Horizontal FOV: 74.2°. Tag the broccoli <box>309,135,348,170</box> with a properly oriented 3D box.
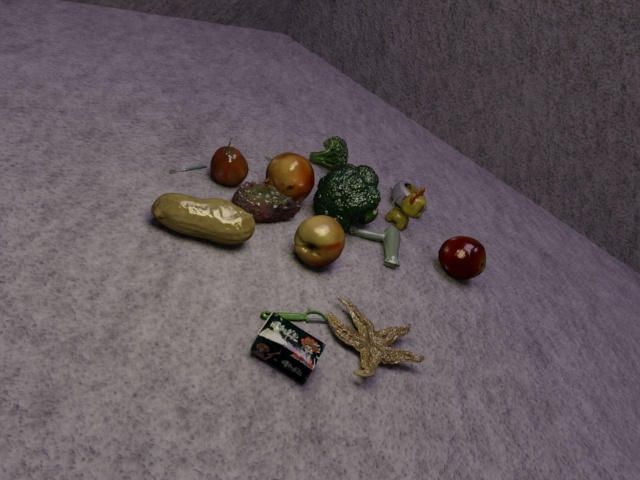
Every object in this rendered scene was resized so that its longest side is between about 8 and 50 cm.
[{"bbox_3d":[0.042,-0.416,2.063,0.194,0.194,0.219,13,60,-21],"label":"broccoli"}]

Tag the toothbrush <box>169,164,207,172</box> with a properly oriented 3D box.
[{"bbox_3d":[-0.497,-0.272,1.600,0.011,0.014,0.167,34,33,25],"label":"toothbrush"}]

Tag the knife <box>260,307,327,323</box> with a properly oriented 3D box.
[{"bbox_3d":[-0.078,0.218,1.252,0.212,0.015,0.054,7,39,-28],"label":"knife"}]

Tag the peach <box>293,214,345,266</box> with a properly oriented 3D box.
[{"bbox_3d":[0.000,0.000,1.453,0.184,0.184,0.184,19,35,-14],"label":"peach"}]

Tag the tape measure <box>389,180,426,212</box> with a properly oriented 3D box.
[{"bbox_3d":[0.435,-0.213,2.111,0.178,0.105,0.196,28,35,-14],"label":"tape measure"}]

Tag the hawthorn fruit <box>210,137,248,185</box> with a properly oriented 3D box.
[{"bbox_3d":[-0.357,-0.292,1.596,0.149,0.189,0.149,-12,52,15],"label":"hawthorn fruit"}]

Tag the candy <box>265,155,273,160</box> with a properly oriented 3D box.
[{"bbox_3d":[-0.157,-0.338,1.905,0.201,0.060,0.060,23,34,5],"label":"candy"}]

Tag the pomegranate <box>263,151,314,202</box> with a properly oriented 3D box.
[{"bbox_3d":[-0.121,-0.247,1.664,0.209,0.209,0.209,19,35,-14],"label":"pomegranate"}]

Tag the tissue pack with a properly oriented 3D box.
[{"bbox_3d":[-0.085,0.277,1.101,0.170,0.090,0.103,30,37,3],"label":"tissue pack"}]

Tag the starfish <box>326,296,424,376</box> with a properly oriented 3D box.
[{"bbox_3d":[0.164,0.300,1.277,0.302,0.060,0.299,12,33,-18],"label":"starfish"}]

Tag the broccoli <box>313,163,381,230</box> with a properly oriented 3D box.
[{"bbox_3d":[0.112,-0.155,1.702,0.297,0.298,0.297,45,16,-45],"label":"broccoli"}]

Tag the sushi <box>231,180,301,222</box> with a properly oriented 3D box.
[{"bbox_3d":[-0.204,-0.127,1.541,0.241,0.107,0.161,27,37,-2],"label":"sushi"}]

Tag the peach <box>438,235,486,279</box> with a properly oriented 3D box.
[{"bbox_3d":[0.587,0.071,1.776,0.197,0.197,0.197,19,35,-14],"label":"peach"}]

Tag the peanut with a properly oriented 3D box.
[{"bbox_3d":[-0.364,-0.073,1.336,0.319,0.147,0.147,13,36,-13],"label":"peanut"}]

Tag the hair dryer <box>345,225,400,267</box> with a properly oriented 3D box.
[{"bbox_3d":[0.209,0.004,1.711,0.237,0.075,0.206,17,41,-3],"label":"hair dryer"}]

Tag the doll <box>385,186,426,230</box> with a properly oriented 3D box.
[{"bbox_3d":[0.396,-0.153,1.897,0.135,0.221,0.143,44,40,15],"label":"doll"}]
